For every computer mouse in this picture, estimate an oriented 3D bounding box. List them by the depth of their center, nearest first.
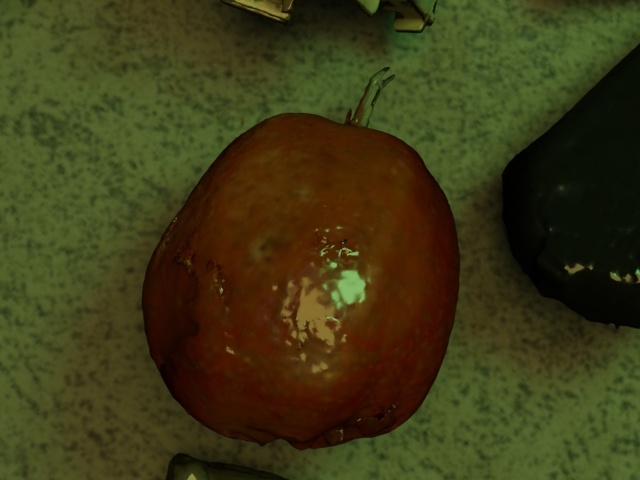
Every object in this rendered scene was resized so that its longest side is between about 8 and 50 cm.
[{"bbox_3d":[0.276,-0.063,0.801,0.323,0.116,0.183,-41,59,-10],"label":"computer mouse"}]

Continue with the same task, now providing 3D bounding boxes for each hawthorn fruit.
[{"bbox_3d":[0.000,0.000,0.743,0.211,0.211,0.299,18,71,-3],"label":"hawthorn fruit"}]

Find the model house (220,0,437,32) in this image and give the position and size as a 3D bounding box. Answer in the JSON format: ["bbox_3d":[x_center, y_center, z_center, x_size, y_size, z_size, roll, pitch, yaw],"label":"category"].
[{"bbox_3d":[-0.042,-0.254,0.780,0.206,0.271,0.178,12,84,32],"label":"model house"}]

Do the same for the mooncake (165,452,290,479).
[{"bbox_3d":[-0.063,0.225,0.764,0.125,0.073,0.130,15,79,-1],"label":"mooncake"}]
